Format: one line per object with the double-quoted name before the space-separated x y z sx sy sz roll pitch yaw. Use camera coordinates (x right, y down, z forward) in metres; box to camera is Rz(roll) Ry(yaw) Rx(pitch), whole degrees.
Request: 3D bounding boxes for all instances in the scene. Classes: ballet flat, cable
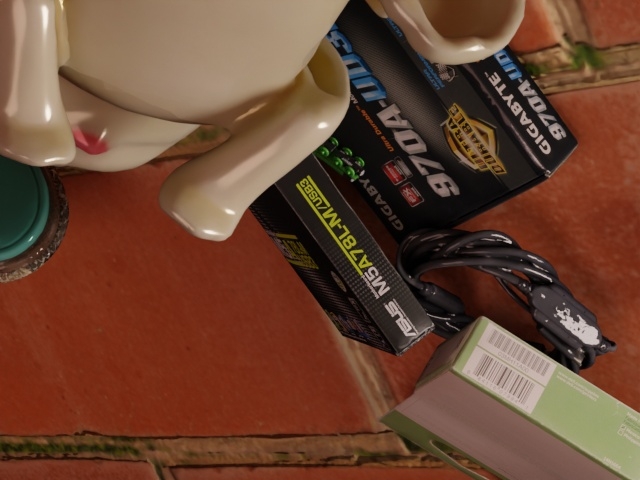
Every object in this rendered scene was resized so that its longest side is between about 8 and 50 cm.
"ballet flat" -0.401 -0.082 1.696 0.483 0.164 0.182 32 159 23
"cable" 0.132 0.049 1.401 0.184 0.047 0.150 35 155 -17

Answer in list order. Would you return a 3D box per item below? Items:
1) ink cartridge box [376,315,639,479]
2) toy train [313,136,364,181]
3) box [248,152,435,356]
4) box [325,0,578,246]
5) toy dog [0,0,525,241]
"ink cartridge box" 0.154 0.147 1.448 0.171 0.056 0.235 31 163 -3
"toy train" -0.001 -0.073 1.376 0.083 0.017 0.023 38 150 9
"box" 0.000 0.000 1.421 0.184 0.045 0.191 52 171 -11
"box" 0.061 -0.115 1.340 0.220 0.051 0.175 53 139 -8
"toy dog" -0.107 -0.199 1.183 0.408 0.285 0.395 -38 49 53
